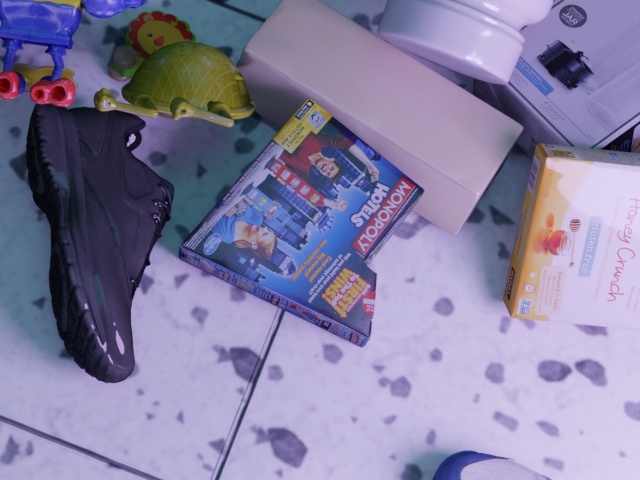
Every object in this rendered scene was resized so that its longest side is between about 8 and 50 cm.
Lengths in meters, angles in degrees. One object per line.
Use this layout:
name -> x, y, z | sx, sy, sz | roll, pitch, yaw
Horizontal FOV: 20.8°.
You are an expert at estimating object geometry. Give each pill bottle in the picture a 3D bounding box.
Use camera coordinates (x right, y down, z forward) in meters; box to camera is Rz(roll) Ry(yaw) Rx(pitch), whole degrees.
pill bottle -> 0.167, -0.304, 1.662 | 0.161, 0.161, 0.283 | 22, 90, -1

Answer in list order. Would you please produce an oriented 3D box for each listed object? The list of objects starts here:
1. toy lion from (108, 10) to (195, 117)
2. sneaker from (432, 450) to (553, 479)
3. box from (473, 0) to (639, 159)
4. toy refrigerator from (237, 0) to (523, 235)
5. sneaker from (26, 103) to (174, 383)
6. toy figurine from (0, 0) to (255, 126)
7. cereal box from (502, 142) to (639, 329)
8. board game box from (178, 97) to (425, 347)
toy lion -> -0.158, -0.183, 1.748 | 0.100, 0.034, 0.096 | 38, 57, 7
sneaker -> 0.236, 0.278, 1.562 | 0.296, 0.131, 0.112 | 36, 66, 7
box -> 0.317, -0.192, 1.776 | 0.290, 0.087, 0.169 | -34, 65, -14
toy refrigerator -> 0.053, -0.126, 1.727 | 0.270, 0.094, 0.102 | 32, 58, 6
sneaker -> -0.194, -0.007, 1.620 | 0.130, 0.109, 0.286 | -4, 68, -19
toy figurine -> -0.232, -0.235, 1.603 | 0.363, 0.191, 0.217 | 7, 97, 0
cereal box -> 0.311, 0.002, 1.690 | 0.240, 0.173, 0.047 | 5, 22, -9
board game box -> 0.000, 0.000, 1.663 | 0.194, 0.060, 0.194 | 40, 77, 3
